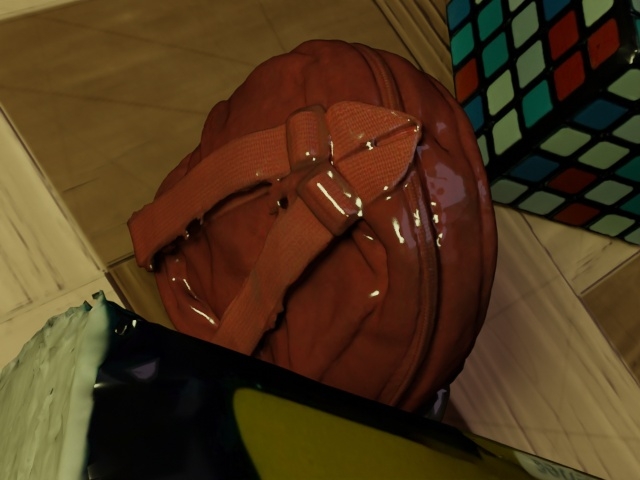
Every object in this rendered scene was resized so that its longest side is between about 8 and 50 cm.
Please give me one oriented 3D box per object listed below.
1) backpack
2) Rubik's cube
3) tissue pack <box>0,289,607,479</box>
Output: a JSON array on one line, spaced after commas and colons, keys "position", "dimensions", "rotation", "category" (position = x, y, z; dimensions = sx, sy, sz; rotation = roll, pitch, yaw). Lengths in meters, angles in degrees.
[{"position": [0.002, 0.000, 0.618], "dimensions": [0.139, 0.229, 0.229], "rotation": [-2, 64, -32], "category": "backpack"}, {"position": [0.219, -0.127, 0.873], "dimensions": [0.184, 0.182, 0.187], "rotation": [18, 54, -26], "category": "Rubik's cube"}, {"position": [0.035, 0.230, 0.478], "dimensions": [0.417, 0.253, 0.264], "rotation": [23, 51, -25], "category": "tissue pack"}]
